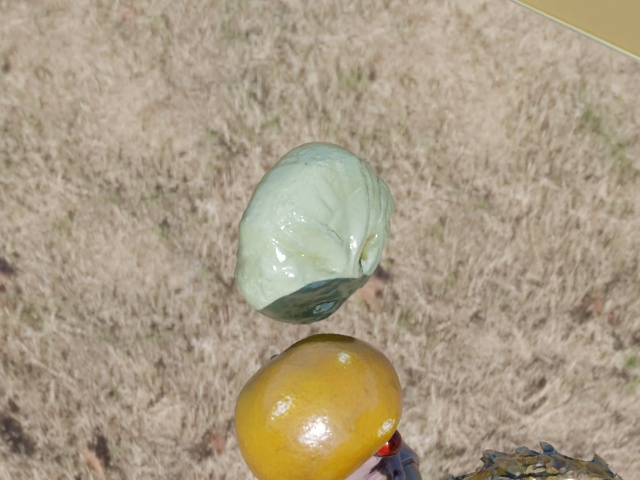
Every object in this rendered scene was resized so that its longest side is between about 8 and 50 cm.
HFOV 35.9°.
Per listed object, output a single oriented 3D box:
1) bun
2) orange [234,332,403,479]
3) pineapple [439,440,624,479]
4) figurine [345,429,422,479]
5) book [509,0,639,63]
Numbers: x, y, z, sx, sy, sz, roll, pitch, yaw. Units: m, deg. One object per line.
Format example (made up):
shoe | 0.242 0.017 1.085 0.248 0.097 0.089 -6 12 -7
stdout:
bun | 0.000 0.000 1.025 0.118 0.195 0.195 30 60 26
orange | -0.003 0.149 0.866 0.156 0.156 0.124 -38 71 -24
pineapple | 0.236 0.397 1.056 0.352 0.300 0.353 2 62 -3
figurine | 0.061 0.341 1.451 0.176 0.287 0.186 -30 56 -7
book | 0.269 -0.324 0.899 0.388 0.032 0.269 33 105 20
